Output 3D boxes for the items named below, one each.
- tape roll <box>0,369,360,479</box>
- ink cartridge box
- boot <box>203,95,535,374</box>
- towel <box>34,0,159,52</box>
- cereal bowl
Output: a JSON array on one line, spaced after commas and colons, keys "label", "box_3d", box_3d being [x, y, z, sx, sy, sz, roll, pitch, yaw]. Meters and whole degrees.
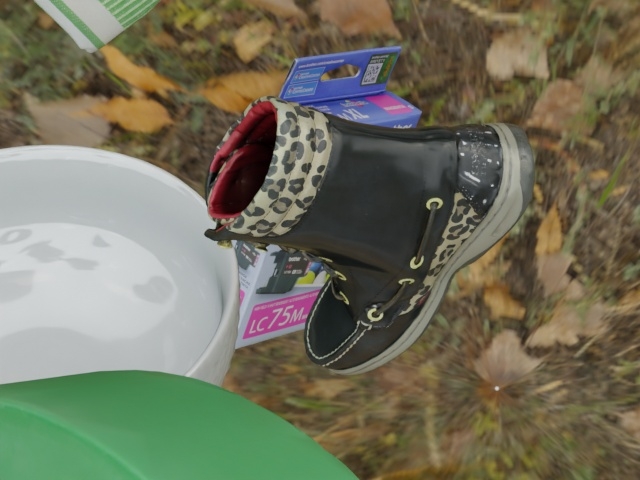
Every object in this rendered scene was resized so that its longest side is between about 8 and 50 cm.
[{"label": "tape roll", "box_3d": [-0.076, 0.205, 0.508, 0.321, 0.077, 0.321, 4, 96, 39]}, {"label": "ink cartridge box", "box_3d": [-0.003, -0.044, 1.621, 0.065, 0.186, 0.311, 33, 118, 30]}, {"label": "boot", "box_3d": [0.000, -0.002, 0.977, 0.178, 0.236, 0.085, 8, 52, -30]}, {"label": "towel", "box_3d": [-0.189, -0.368, 1.563, 0.325, 0.038, 0.248, -46, 124, -1]}, {"label": "cereal bowl", "box_3d": [-0.230, 0.082, 1.262, 0.339, 0.141, 0.339, 0, 45, 0]}]
